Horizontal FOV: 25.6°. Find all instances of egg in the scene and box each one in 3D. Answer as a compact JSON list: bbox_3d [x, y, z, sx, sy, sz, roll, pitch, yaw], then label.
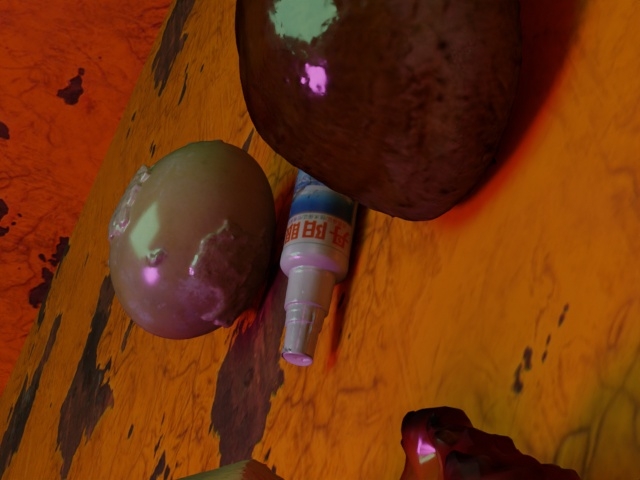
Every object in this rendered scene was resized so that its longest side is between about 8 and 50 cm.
[{"bbox_3d":[-0.122,0.000,1.379,0.201,0.164,0.164,-68,16,-7],"label":"egg"}]

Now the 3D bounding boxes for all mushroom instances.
[{"bbox_3d":[0.039,-0.166,0.987,0.263,0.195,0.283,138,148,-68],"label":"mushroom"}]

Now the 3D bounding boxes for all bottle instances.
[{"bbox_3d":[0.000,0.000,1.165,0.060,0.060,0.217,137,146,-58],"label":"bottle"}]

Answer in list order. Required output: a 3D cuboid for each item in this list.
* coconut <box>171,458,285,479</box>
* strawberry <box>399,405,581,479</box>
[{"bbox_3d":[-0.063,0.249,0.794,0.233,0.245,0.233,170,90,-87],"label":"coconut"},{"bbox_3d":[0.075,0.208,0.579,0.336,0.149,0.265,-83,12,-65],"label":"strawberry"}]
